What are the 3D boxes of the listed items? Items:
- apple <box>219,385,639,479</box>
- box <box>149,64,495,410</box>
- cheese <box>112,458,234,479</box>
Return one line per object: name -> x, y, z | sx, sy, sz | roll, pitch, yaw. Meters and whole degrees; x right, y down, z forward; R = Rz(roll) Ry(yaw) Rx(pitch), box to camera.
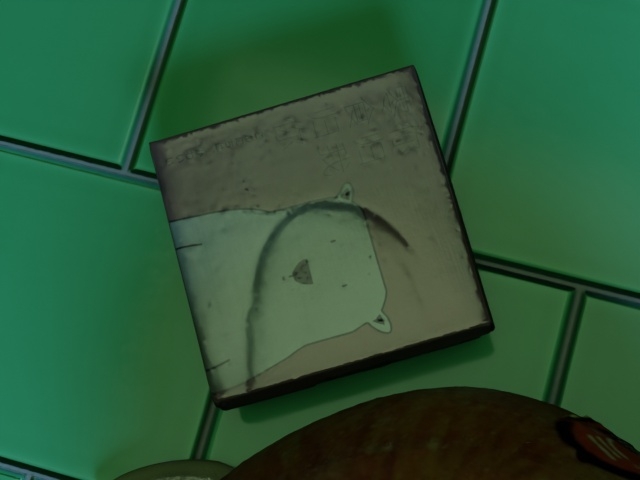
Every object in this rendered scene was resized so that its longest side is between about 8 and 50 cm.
apple -> 0.092, 0.289, 0.860 | 0.400, 0.333, 0.400 | -8, 68, 20
box -> 0.000, 0.000, 1.060 | 0.215, 0.086, 0.215 | -16, 76, 2
cheese -> -0.071, 0.195, 1.049 | 0.192, 0.037, 0.097 | -23, 77, 0
